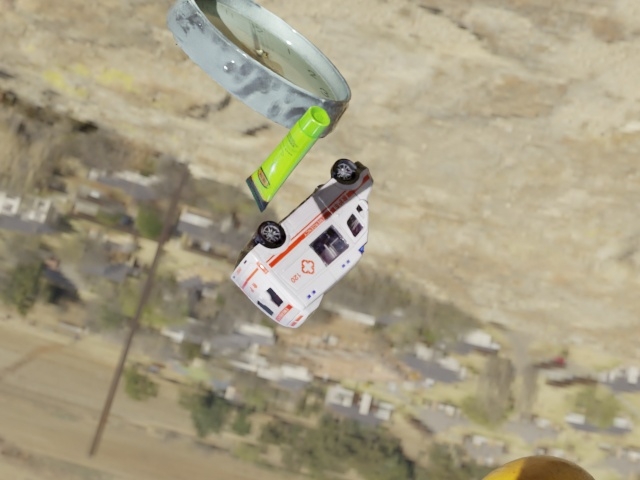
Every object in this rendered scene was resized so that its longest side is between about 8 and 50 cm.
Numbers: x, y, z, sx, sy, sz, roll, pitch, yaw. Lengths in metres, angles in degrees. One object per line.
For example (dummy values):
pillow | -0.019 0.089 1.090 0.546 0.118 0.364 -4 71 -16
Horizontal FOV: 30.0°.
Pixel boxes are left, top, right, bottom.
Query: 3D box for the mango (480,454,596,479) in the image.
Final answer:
mango | 0.192 0.250 1.065 0.178 0.115 0.090 -15 -175 -34

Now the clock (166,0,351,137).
clock | -0.064 -0.201 1.305 0.226 0.226 0.049 26 115 -29

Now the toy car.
toy car | 0.000 0.000 1.352 0.108 0.209 0.089 44 149 5

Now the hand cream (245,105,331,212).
hand cream | -0.030 -0.072 1.043 0.023 0.036 0.122 -10 154 -40
